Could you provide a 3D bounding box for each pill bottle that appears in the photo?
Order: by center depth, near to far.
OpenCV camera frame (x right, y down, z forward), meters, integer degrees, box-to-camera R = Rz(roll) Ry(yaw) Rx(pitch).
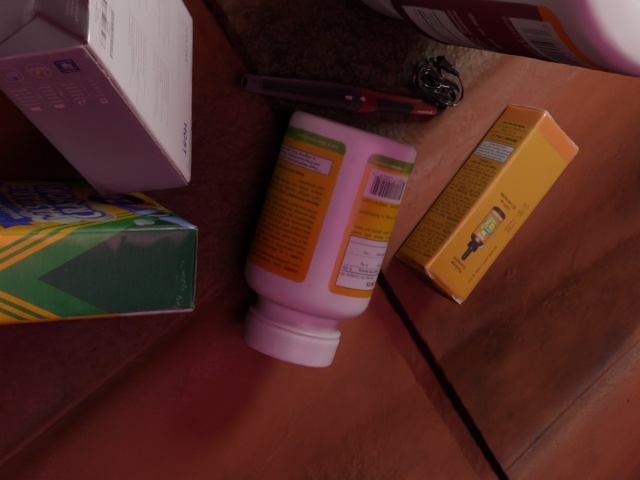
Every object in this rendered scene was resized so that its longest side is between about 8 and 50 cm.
[{"bbox_3d":[0.187,-0.282,0.996,0.224,0.392,0.224,-9,110,-27],"label":"pill bottle"},{"bbox_3d":[0.000,0.000,1.127,0.136,0.136,0.245,13,98,-32],"label":"pill bottle"}]

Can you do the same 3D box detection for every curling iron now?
[{"bbox_3d":[0.038,-0.166,1.159,0.274,0.035,0.068,-4,103,-29],"label":"curling iron"}]

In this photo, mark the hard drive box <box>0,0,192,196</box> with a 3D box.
[{"bbox_3d":[-0.181,-0.167,0.888,0.089,0.181,0.232,-7,156,10],"label":"hard drive box"}]

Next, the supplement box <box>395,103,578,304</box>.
[{"bbox_3d":[0.192,-0.044,1.259,0.078,0.080,0.233,42,81,-31],"label":"supplement box"}]

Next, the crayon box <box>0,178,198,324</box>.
[{"bbox_3d":[-0.292,0.006,0.924,0.323,0.203,0.083,-3,106,-29],"label":"crayon box"}]
